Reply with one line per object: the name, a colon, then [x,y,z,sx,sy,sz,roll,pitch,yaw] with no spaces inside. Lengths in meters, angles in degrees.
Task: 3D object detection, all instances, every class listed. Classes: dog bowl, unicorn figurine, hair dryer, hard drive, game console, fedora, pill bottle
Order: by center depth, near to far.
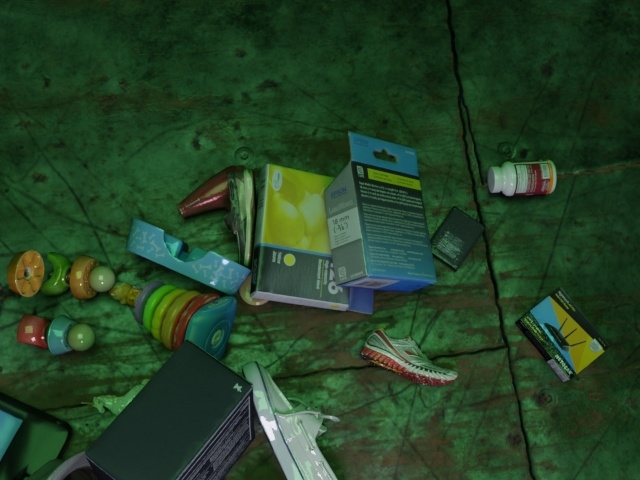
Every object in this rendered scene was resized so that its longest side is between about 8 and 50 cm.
fedora: [-0.540,0.545,1.692,0.124,0.244,0.275,11,72,30]
game console: [-0.773,0.475,1.752,0.386,0.060,0.342,24,73,2]
unicorn figurine: [-0.425,0.363,1.818,0.162,0.060,0.111,-32,77,-29]
dog bowl: [-0.303,0.041,1.870,0.297,0.166,0.074,23,84,2]
hair dryer: [-0.193,-0.069,1.948,0.293,0.080,0.223,9,74,-1]
hard drive: [0.325,-0.005,1.998,0.094,0.022,0.135,35,74,6]
pill bottle: [0.490,-0.153,2.022,0.152,0.086,0.086,-3,74,-5]

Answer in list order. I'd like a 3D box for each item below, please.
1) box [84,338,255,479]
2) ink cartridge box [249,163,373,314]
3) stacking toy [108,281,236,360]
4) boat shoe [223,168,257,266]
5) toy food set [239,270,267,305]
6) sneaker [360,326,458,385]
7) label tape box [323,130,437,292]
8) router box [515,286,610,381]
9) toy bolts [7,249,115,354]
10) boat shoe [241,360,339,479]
box: [-0.285,0.404,1.651,0.183,0.294,0.296,32,60,15]
ink cartridge box: [0.000,0.000,1.903,0.307,0.072,0.303,9,72,-19]
stacking toy: [-0.349,0.156,1.844,0.302,0.175,0.165,23,111,22]
boat shoe: [-0.185,-0.052,1.892,0.073,0.080,0.223,1,90,4]
toy food set: [-0.149,0.111,1.928,0.083,0.020,0.082,-32,78,-12]
sneaker: [0.209,0.263,1.876,0.225,0.088,0.092,23,72,2]
label tape box: [0.131,-0.058,1.895,0.241,0.106,0.333,8,68,-43]
router box: [0.565,0.219,1.938,0.133,0.046,0.179,-36,79,-14]
toy bolts: [-0.559,0.133,1.793,0.158,0.218,0.228,5,80,15]
boat shoe: [-0.036,0.410,1.789,0.156,0.136,0.367,-25,80,-11]
